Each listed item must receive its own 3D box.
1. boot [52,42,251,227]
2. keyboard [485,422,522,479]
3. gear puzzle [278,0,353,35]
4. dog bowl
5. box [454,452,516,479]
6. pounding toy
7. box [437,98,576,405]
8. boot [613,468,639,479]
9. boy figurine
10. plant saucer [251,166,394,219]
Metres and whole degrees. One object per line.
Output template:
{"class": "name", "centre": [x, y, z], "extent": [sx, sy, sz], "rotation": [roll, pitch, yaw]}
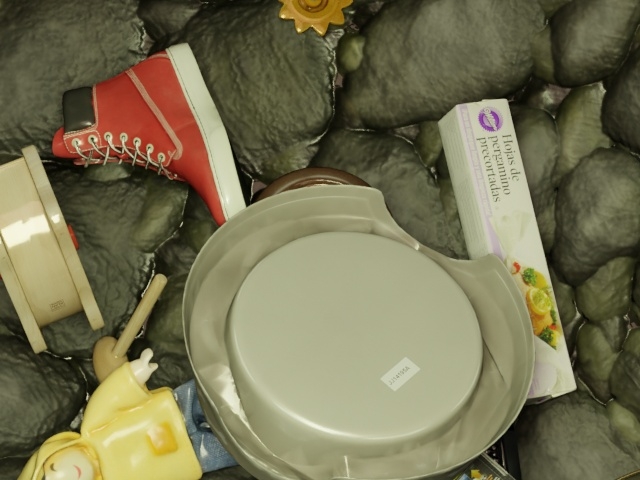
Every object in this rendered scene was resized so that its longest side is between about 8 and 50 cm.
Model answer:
{"class": "boot", "centre": [-0.180, -0.084, 1.975], "extent": [0.176, 0.088, 0.244], "rotation": [-22, 54, -6]}
{"class": "keyboard", "centre": [0.155, 0.196, 1.979], "extent": [0.100, 0.038, 0.192], "rotation": [-7, 77, -4]}
{"class": "gear puzzle", "centre": [-0.089, -0.360, 2.092], "extent": [0.175, 0.044, 0.339], "rotation": [-44, 86, -12]}
{"class": "dog bowl", "centre": [0.032, 0.110, 1.871], "extent": [0.348, 0.102, 0.349], "rotation": [5, 53, -6]}
{"class": "box", "centre": [0.061, 0.300, 1.902], "extent": [0.216, 0.060, 0.270], "rotation": [40, 81, 24]}
{"class": "pounding toy", "centre": [-0.251, 0.015, 1.930], "extent": [0.155, 0.269, 0.154], "rotation": [-22, 40, -7]}
{"class": "box", "centre": [0.196, 0.013, 2.001], "extent": [0.063, 0.067, 0.324], "rotation": [-8, 77, -19]}
{"class": "boot", "centre": [0.403, 0.259, 1.940], "extent": [0.219, 0.106, 0.082], "rotation": [-1, 77, -3]}
{"class": "boy figurine", "centre": [-0.174, 0.200, 1.924], "extent": [0.285, 0.092, 0.177], "rotation": [-15, 101, -10]}
{"class": "plant saucer", "centre": [0.000, 0.000, 2.019], "extent": [0.168, 0.029, 0.168], "rotation": [1, 78, -3]}
